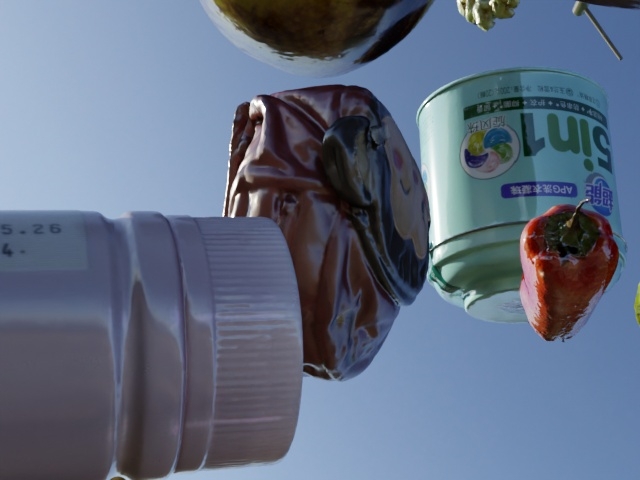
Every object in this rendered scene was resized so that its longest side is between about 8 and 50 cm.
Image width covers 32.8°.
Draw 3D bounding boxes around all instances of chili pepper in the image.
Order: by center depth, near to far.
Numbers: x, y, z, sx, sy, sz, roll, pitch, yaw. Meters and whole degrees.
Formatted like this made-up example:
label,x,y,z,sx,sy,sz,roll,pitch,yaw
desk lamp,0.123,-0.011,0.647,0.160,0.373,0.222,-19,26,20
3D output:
label,x,y,z,sx,sy,sz,roll,pitch,yaw
chili pepper,0.214,0.013,0.940,0.086,0.084,0.192,52,-17,25

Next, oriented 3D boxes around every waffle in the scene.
label,x,y,z,sx,sy,sz,roll,pitch,yaw
waffle,0.230,-0.350,1.276,0.054,0.208,0.214,29,-60,-15

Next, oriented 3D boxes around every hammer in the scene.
label,x,y,z,sx,sy,sz,roll,pitch,yaw
hammer,0.395,-0.298,1.534,0.110,0.019,0.035,58,-13,16

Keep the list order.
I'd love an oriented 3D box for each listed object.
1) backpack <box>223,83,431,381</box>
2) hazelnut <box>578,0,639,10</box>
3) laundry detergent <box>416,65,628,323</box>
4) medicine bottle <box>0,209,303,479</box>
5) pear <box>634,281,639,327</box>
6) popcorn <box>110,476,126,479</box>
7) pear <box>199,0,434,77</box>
label,x,y,z,sx,sy,sz,roll,pitch,yaw
backpack,0.002,0.000,0.828,0.138,0.229,0.229,3,-40,22
hazelnut,0.261,-0.337,0.769,0.315,0.372,0.372,26,-30,-20
laundry detergent,0.288,-0.050,1.570,0.287,0.305,0.287,-1,-20,0
medicine bottle,-0.143,0.050,0.501,0.249,0.133,0.133,-1,-28,-16
pear,0.489,0.012,1.009,0.165,0.399,0.399,44,-34,-7
popcorn,-0.209,0.162,1.071,0.170,0.180,0.180,1,-18,-33
pear,-0.004,-0.288,1.033,0.283,0.284,0.284,20,-33,14
